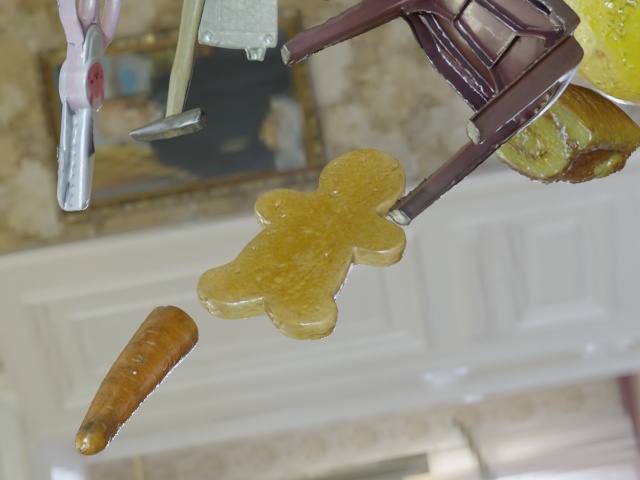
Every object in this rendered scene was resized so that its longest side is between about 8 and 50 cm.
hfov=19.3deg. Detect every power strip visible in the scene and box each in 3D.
[{"bbox_3d":[-0.072,-0.255,1.717,0.042,0.075,0.175,-92,6,-72],"label":"power strip"}]

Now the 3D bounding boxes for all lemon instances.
[{"bbox_3d":[0.420,-0.311,2.430,0.258,0.258,0.310,-93,-20,-77],"label":"lemon"}]

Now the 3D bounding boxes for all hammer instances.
[{"bbox_3d":[-0.097,-0.156,1.356,0.013,0.062,0.199,44,-138,-43],"label":"hammer"}]

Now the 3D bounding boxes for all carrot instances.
[{"bbox_3d":[-0.195,0.150,1.909,0.210,0.061,0.061,-54,-38,-48],"label":"carrot"}]

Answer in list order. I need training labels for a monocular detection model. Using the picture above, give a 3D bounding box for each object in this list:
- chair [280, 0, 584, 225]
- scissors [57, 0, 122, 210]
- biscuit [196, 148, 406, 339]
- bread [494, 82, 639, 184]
[{"bbox_3d":[0.145,-0.191,1.557,0.183,0.326,0.175,49,150,7],"label":"chair"},{"bbox_3d":[-0.219,-0.148,1.737,0.118,0.030,0.242,15,-103,-74],"label":"scissors"},{"bbox_3d":[0.000,0.001,1.725,0.240,0.158,0.035,-49,-33,-34],"label":"biscuit"},{"bbox_3d":[0.253,-0.115,1.991,0.103,0.132,0.172,-60,-22,18],"label":"bread"}]
